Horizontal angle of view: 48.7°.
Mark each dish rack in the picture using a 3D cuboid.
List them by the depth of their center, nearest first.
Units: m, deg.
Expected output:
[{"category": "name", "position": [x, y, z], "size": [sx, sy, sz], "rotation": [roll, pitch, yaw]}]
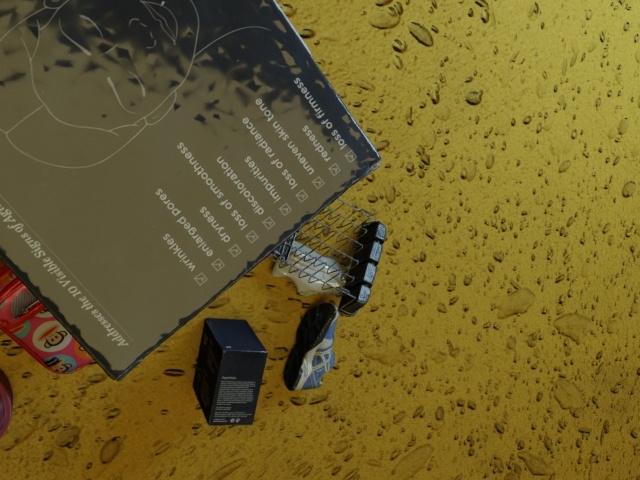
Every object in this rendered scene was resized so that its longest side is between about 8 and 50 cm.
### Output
[{"category": "dish rack", "position": [0.000, 0.000, 1.367], "size": [0.272, 0.074, 0.208], "rotation": [29, 58, -20]}]

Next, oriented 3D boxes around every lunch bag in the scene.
[{"category": "lunch bag", "position": [-0.413, 0.065, 1.222], "size": [0.293, 0.120, 0.258], "rotation": [-38, 130, -9]}]

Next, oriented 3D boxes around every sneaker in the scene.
[{"category": "sneaker", "position": [-0.003, 0.083, 1.448], "size": [0.212, 0.080, 0.094], "rotation": [30, 108, -21]}, {"category": "sneaker", "position": [-0.006, 0.223, 1.490], "size": [0.081, 0.080, 0.211], "rotation": [12, 113, -31]}]

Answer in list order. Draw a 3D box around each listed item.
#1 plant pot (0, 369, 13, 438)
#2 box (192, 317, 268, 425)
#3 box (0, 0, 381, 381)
[{"category": "plant pot", "position": [-0.640, 0.318, 1.212], "size": [0.201, 0.180, 0.201], "rotation": [-6, 109, -18]}, {"category": "box", "position": [-0.180, 0.254, 1.382], "size": [0.093, 0.156, 0.158], "rotation": [6, 105, -24]}, {"category": "box", "position": [-0.263, -0.156, 1.003], "size": [0.472, 0.297, 0.480], "rotation": [-40, 107, -11]}]
